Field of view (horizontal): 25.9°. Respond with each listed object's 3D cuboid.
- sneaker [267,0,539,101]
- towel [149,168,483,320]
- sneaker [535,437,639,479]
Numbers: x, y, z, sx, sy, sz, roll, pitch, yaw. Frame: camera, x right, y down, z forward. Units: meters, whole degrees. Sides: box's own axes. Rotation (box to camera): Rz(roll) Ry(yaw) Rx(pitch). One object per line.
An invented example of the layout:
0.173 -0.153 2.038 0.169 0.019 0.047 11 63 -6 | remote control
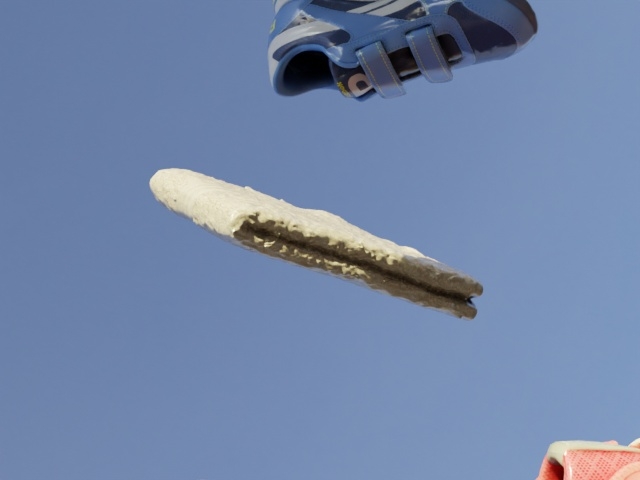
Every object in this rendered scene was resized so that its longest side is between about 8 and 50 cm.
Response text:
0.038 -0.096 0.695 0.053 0.144 0.059 56 -137 -47 | sneaker
0.000 0.000 1.275 0.282 0.187 0.049 18 -87 -31 | towel
0.157 0.123 0.557 0.314 0.116 0.136 -31 -87 -15 | sneaker
